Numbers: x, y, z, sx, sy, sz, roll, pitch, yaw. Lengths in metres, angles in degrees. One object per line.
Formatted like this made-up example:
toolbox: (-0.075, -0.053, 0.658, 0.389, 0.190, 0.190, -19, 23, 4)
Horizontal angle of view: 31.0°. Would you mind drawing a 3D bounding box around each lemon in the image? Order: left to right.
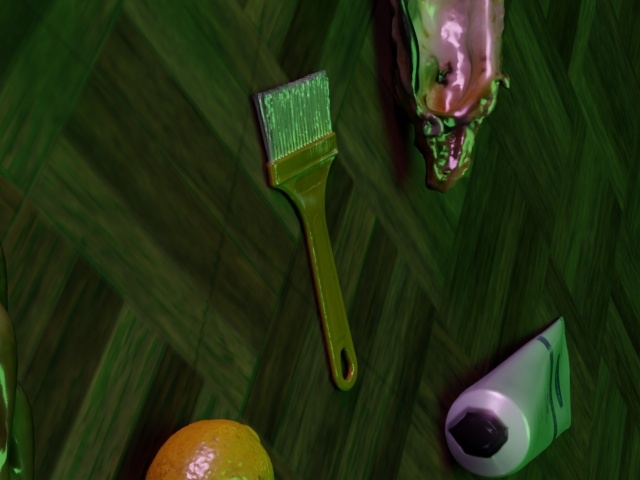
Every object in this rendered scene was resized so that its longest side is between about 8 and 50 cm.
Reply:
lemon: (-0.054, 0.120, 0.568, 0.083, 0.062, 0.062, -50, 130, -48)

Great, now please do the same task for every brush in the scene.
brush: (0.000, 0.000, 0.727, 0.083, 0.011, 0.205, -35, 118, -57)

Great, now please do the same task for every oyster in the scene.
oyster: (0.079, -0.206, 0.835, 0.129, 0.079, 0.344, -4, 92, -40)

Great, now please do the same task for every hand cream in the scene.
hand cream: (0.181, 0.138, 1.009, 0.321, 0.067, 0.109, -7, 93, -68)

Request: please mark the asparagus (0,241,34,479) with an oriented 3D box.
asparagus: (-0.150, 0.002, 0.398, 0.080, 0.080, 0.287, -25, 101, -59)
